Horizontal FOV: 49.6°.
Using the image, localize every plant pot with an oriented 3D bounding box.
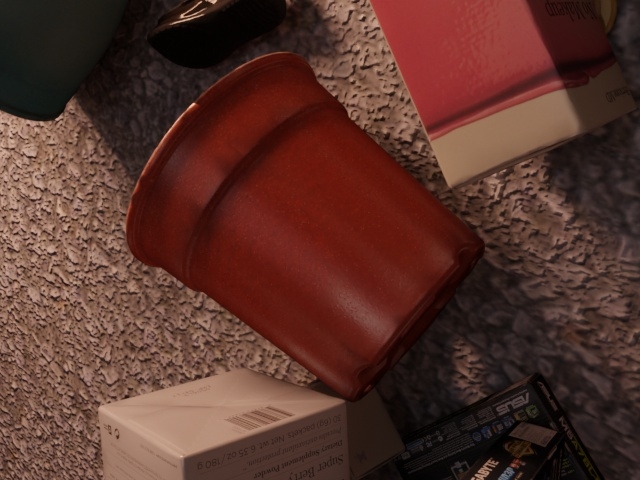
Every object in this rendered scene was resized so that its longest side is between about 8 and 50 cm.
[{"bbox_3d":[0.000,0.000,0.696,0.265,0.272,0.272,39,115,15],"label":"plant pot"},{"bbox_3d":[-0.375,-0.343,0.907,0.255,0.272,0.271,-41,72,16],"label":"plant pot"}]

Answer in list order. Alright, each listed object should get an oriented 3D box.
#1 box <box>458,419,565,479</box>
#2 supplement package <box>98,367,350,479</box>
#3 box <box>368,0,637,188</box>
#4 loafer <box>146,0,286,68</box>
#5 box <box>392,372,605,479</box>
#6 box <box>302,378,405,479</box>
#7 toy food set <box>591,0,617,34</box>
[{"bbox_3d":[0.159,0.292,0.606,0.051,0.175,0.220,8,101,32],"label":"box"},{"bbox_3d":[-0.085,0.295,0.662,0.175,0.178,0.292,4,100,50],"label":"supplement package"},{"bbox_3d":[0.146,-0.182,0.587,0.127,0.149,0.232,-24,91,42],"label":"box"},{"bbox_3d":[-0.123,-0.277,0.855,0.220,0.080,0.078,-8,58,35],"label":"loafer"},{"bbox_3d":[0.190,0.259,0.713,0.191,0.045,0.184,-37,77,30],"label":"box"},{"bbox_3d":[-0.038,0.255,0.810,0.275,0.094,0.113,-40,70,39],"label":"box"},{"bbox_3d":[0.210,-0.212,0.656,0.132,0.039,0.192,32,123,33],"label":"toy food set"}]
